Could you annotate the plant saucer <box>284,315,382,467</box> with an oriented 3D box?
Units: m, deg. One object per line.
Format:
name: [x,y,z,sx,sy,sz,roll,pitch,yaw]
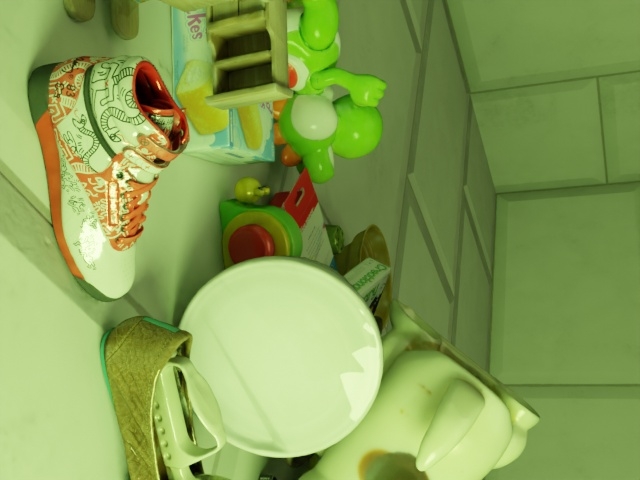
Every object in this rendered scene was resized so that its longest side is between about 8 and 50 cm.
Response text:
plant saucer: [0.015,0.237,1.288,0.278,0.041,0.278,-51,159,-27]

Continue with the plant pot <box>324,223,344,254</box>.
plant pot: [0.000,0.000,1.463,0.083,0.079,0.083,-5,90,-70]

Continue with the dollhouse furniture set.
dollhouse furniture set: [-0.141,-0.260,0.922,0.242,0.212,0.161,6,81,-60]

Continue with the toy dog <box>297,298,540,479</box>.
toy dog: [0.108,0.350,1.150,0.408,0.284,0.395,-53,-174,5]

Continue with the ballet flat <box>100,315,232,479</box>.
ballet flat: [-0.164,0.253,0.927,0.116,0.124,0.342,-27,111,-67]

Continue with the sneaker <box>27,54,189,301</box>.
sneaker: [-0.207,-0.061,0.843,0.090,0.145,0.270,-44,127,-63]

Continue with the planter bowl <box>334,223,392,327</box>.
planter bowl: [0.074,0.078,1.625,0.217,0.090,0.217,-4,90,-68]

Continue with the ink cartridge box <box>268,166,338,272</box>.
ink cartridge box: [-0.045,0.007,1.345,0.134,0.078,0.231,-64,145,-52]

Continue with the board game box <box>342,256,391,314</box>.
board game box: [0.008,0.164,1.318,0.305,0.053,0.193,-34,146,-56]

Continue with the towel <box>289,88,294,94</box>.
towel: [-0.071,-0.381,1.424,0.336,0.040,0.243,-34,120,-65]

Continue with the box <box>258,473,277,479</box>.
box: [-0.070,0.460,1.268,0.162,0.029,0.116,66,28,-45]

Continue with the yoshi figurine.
yoshi figurine: [0.017,-0.282,1.342,0.203,0.203,0.362,-54,142,-66]

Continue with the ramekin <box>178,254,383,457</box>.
ramekin: [-0.049,0.143,1.075,0.127,0.273,0.273,-57,140,-78]

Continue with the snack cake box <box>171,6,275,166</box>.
snack cake box: [-0.137,-0.248,1.139,0.152,0.089,0.264,6,81,-68]

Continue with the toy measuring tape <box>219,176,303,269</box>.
toy measuring tape: [-0.078,0.066,1.202,0.121,0.121,0.330,-26,110,-68]

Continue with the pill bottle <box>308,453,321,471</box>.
pill bottle: [0.035,0.423,1.378,0.215,0.117,0.117,-87,160,-46]
